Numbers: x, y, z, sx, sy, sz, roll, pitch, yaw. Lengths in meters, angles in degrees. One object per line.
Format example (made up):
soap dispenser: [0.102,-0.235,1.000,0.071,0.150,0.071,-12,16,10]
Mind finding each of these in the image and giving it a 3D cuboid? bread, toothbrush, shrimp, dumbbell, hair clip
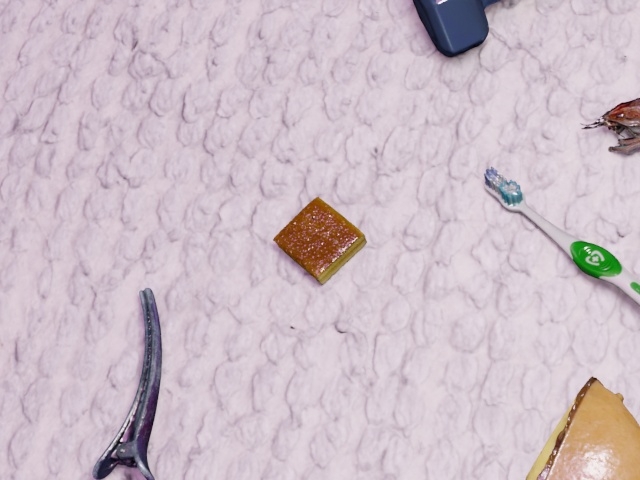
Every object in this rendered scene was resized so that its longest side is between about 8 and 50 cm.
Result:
bread: [0.308,0.294,1.602,0.162,0.204,0.262,16,74,24]
toothbrush: [0.358,0.034,1.792,0.042,0.040,0.418,-41,60,-12]
bread: [0.000,0.000,1.914,0.090,0.035,0.094,-45,62,-9]
shrimp: [0.438,-0.156,1.857,0.190,0.075,0.073,-4,96,6]
dumbbell: [0.283,-0.382,1.960,0.325,0.160,0.144,-27,31,1]
hair clip: [-0.238,0.190,1.889,0.083,0.048,0.275,-1,60,16]
